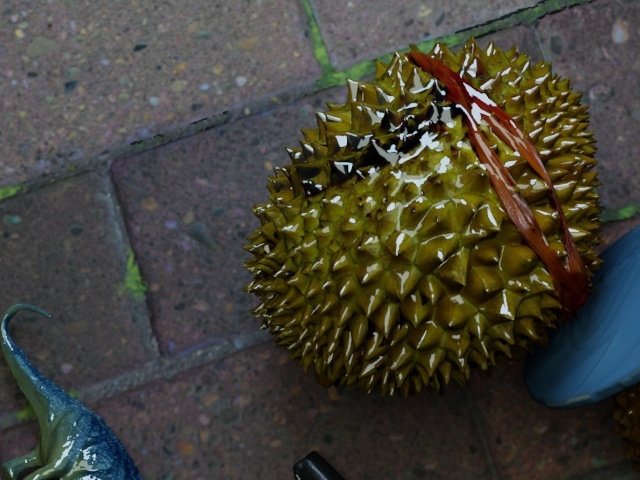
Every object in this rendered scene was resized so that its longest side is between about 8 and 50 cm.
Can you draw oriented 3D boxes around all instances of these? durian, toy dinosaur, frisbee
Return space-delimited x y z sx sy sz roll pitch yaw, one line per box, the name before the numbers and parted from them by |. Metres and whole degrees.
durian | 0.105 -0.019 1.667 0.347 0.347 0.384 33 95 15
toy dinosaur | -0.252 0.231 1.791 0.147 0.076 0.363 -37 73 -24
frisbee | 0.299 0.045 1.665 0.289 0.289 0.049 -45 103 -6

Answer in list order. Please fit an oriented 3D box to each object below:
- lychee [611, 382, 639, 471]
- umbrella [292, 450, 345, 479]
lychee | 0.377 0.138 1.667 0.200 0.200 0.238 4 105 9
umbrella | 0.094 0.335 1.708 0.118 0.118 0.340 -43 65 -5
